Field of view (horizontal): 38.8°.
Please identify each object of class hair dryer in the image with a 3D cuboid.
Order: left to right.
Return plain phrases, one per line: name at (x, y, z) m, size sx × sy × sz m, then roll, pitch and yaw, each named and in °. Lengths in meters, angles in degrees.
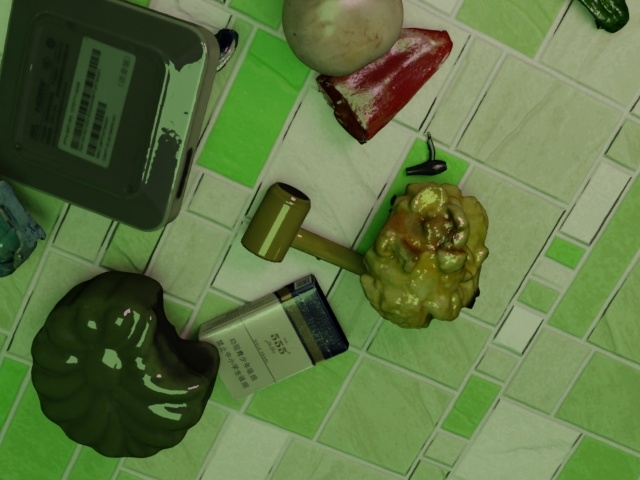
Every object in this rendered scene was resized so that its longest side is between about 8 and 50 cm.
hair dryer at (0.000, 0.000, 1.747) m, size 0.279 × 0.090 × 0.134 m, roll 24°, pitch 104°, yaw -19°
hair dryer at (0.199, -0.164, 1.731) m, size 0.079 × 0.031 × 0.083 m, roll -7°, pitch 96°, yaw 7°

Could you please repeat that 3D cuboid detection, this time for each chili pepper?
chili pepper at (0.120, -0.308, 1.637) m, size 0.253 × 0.136 × 0.144 m, roll -41°, pitch 63°, yaw 0°
chili pepper at (0.464, -0.466, 1.613) m, size 0.257 × 0.074 × 0.100 m, roll 40°, pitch 102°, yaw -17°

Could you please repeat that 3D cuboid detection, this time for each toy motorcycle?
toy motorcycle at (-0.603, -0.055, 1.613) m, size 0.206 × 0.154 × 0.260 m, roll 11°, pitch 140°, yaw 31°

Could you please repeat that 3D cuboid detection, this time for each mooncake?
mooncake at (-0.378, 0.240, 1.712) m, size 0.352 × 0.187 × 0.351 m, roll 4°, pitch 116°, yaw 8°

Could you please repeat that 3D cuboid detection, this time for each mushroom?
mushroom at (0.038, -0.390, 1.524) m, size 0.207 × 0.209 × 0.206 m, roll 1°, pitch 135°, yaw 1°

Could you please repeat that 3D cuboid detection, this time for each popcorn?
popcorn at (0.194, 0.024, 1.692) m, size 0.252 × 0.215 × 0.286 m, roll 36°, pitch 75°, yaw -54°

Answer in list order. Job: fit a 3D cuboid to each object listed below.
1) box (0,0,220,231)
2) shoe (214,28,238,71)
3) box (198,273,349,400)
box at (-0.385, -0.235, 1.563) m, size 0.373 × 0.090 × 0.367 m, roll 20°, pitch 107°, yaw 10°
shoe at (-0.241, -0.325, 1.598) m, size 0.207 × 0.091 × 0.106 m, roll -21°, pitch 115°, yaw 7°
box at (-0.092, 0.193, 1.807) m, size 0.259 × 0.071 × 0.168 m, roll -24°, pitch 109°, yaw 4°
